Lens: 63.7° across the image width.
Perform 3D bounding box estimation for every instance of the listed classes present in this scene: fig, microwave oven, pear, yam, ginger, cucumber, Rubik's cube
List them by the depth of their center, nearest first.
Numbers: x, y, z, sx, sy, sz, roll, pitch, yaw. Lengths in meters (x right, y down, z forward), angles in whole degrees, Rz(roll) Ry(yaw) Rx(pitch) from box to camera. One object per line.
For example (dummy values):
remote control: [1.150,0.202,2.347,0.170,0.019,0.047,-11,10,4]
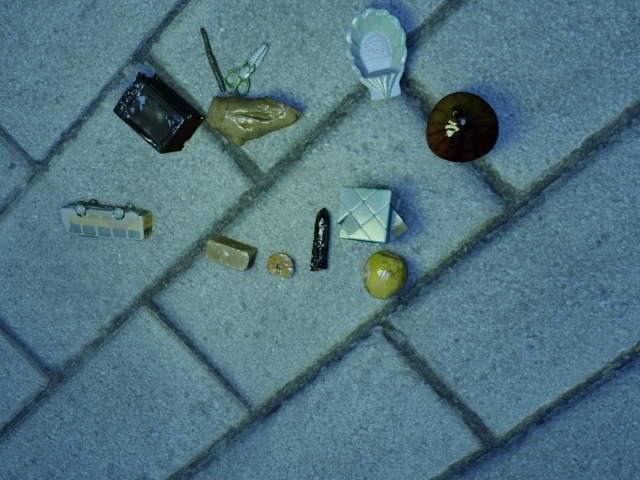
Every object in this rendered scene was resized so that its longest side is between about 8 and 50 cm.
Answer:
fig: [0.463,-0.365,1.692,0.234,0.214,0.235,-5,119,-8]
Rubik's cube: [0.183,-0.089,1.795,0.265,0.213,0.225,9,88,19]
ginger: [-0.237,-0.439,1.829,0.353,0.126,0.190,-6,95,12]
pear: [0.227,0.127,1.845,0.177,0.178,0.178,2,102,9]
microwave oven: [-0.578,-0.453,1.851,0.247,0.188,0.178,42,104,0]
yam: [-0.392,-0.650,1.865,0.027,0.029,0.234,-20,97,-14]
cucumber: [0.001,0.001,1.909,0.067,0.067,0.246,7,104,8]

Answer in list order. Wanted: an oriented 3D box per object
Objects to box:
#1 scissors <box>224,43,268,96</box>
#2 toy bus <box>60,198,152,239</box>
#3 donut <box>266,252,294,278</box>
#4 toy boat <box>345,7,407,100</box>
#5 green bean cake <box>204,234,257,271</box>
scissors: [-0.255,-0.617,1.846,0.101,0.027,0.204,43,107,-2]
toy bus: [-0.834,-0.081,2.021,0.342,0.097,0.138,4,109,7]
donut: [-0.148,0.093,1.964,0.108,0.043,0.097,19,104,7]
toy boat: [0.194,-0.620,1.732,0.199,0.100,0.291,-9,99,12]
green bean cake: [-0.340,0.048,1.954,0.179,0.109,0.085,19,104,5]
